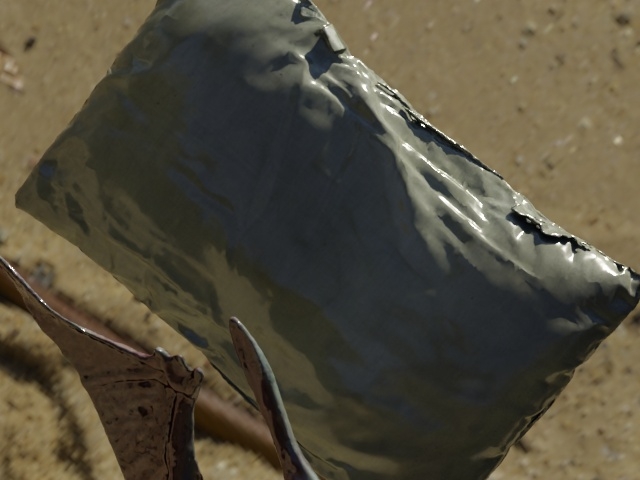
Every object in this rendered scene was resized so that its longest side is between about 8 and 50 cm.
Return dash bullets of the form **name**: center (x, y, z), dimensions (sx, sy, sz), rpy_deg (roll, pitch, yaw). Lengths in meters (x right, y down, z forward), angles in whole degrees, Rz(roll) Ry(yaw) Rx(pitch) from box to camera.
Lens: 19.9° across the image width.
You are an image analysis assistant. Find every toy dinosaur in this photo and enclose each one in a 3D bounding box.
- **toy dinosaur**: center (-0.017, 0.086, 0.474), dimensions (0.220, 0.108, 0.032), rpy_deg (44, 45, -3)

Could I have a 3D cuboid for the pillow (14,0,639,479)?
- **pillow**: center (0.000, 0.000, 0.718), dimensions (0.229, 0.148, 0.050), rpy_deg (43, 14, 12)
